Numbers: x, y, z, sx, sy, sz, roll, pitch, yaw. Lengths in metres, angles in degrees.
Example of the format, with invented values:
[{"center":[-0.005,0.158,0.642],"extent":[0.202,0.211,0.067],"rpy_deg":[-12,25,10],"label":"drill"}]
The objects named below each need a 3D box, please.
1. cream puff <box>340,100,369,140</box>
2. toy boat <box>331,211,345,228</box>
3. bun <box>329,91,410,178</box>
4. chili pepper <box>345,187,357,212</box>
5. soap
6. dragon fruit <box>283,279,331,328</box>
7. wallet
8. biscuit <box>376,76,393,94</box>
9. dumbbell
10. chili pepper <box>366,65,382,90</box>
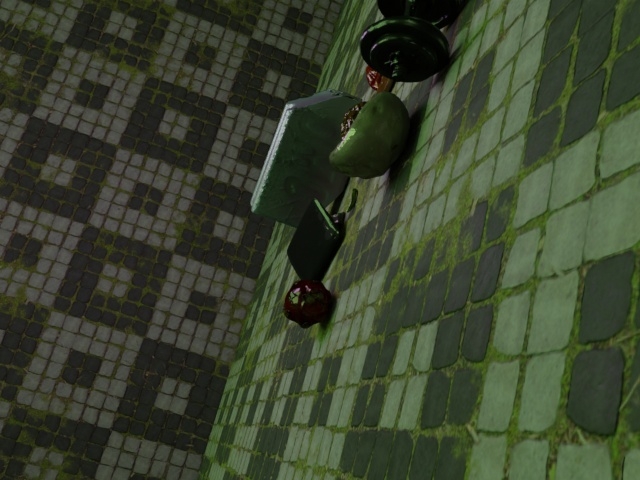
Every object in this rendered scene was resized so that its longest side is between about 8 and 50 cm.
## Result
[{"center":[0.115,-0.307,1.795],"extent":[0.165,0.115,0.150],"rpy_deg":[-107,41,-76],"label":"cream puff"},{"center":[0.000,0.000,2.035],"extent":[0.293,0.055,0.093],"rpy_deg":[121,162,-53],"label":"toy boat"},{"center":[0.123,-0.224,1.521],"extent":[0.231,0.133,0.231],"rpy_deg":[-49,-1,-1],"label":"bun"},{"center":[0.090,-0.115,1.862],"extent":[0.030,0.017,0.083],"rpy_deg":[122,167,-56],"label":"chili pepper"},{"center":[-0.029,-0.265,2.093],"extent":[0.156,0.261,0.446],"rpy_deg":[-114,45,-77],"label":"soap"},{"center":[-0.029,0.168,1.760],"extent":[0.246,0.125,0.125],"rpy_deg":[32,-118,-83],"label":"dragon fruit"},{"center":[-0.018,0.009,1.944],"extent":[0.168,0.052,0.245],"rpy_deg":[57,138,29],"label":"wallet"},{"center":[0.195,-0.469,1.933],"extent":[0.118,0.023,0.140],"rpy_deg":[123,162,-57],"label":"biscuit"},{"center":[0.194,-0.464,1.421],"extent":[0.192,0.192,0.289],"rpy_deg":[132,155,-67],"label":"dumbbell"},{"center":[0.171,-0.525,2.099],"extent":[0.059,0.050,0.191],"rpy_deg":[-47,28,28],"label":"chili pepper"}]
